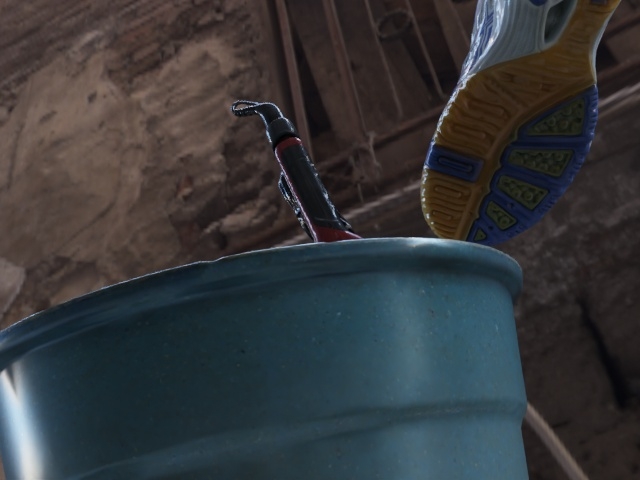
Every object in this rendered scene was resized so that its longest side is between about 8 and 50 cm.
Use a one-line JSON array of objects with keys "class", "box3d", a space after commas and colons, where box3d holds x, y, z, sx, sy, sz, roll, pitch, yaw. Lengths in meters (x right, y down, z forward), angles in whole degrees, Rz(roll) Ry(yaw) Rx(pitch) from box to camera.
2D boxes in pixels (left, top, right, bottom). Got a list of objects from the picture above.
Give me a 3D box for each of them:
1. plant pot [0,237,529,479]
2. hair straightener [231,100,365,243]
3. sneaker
[{"class": "plant pot", "box3d": [-0.009, 0.213, 0.590, 0.341, 0.334, 0.341, -11, -17, -4]}, {"class": "hair straightener", "box3d": [0.000, 0.000, 0.704, 0.047, 0.230, 0.089, -30, -15, -4]}, {"class": "sneaker", "box3d": [0.161, -0.136, 0.794, 0.112, 0.131, 0.296, 21, -77, -4]}]
